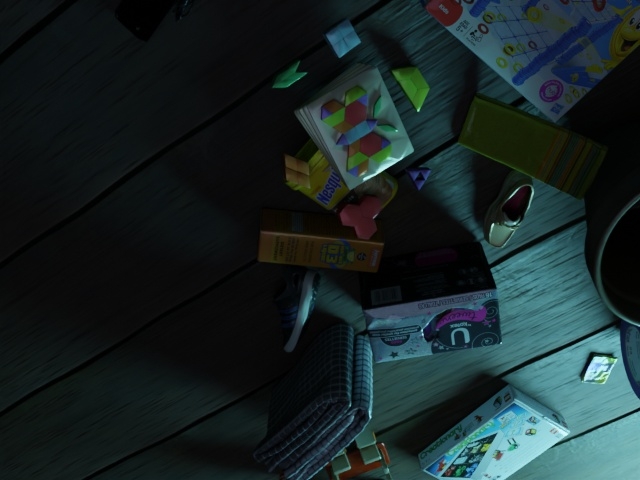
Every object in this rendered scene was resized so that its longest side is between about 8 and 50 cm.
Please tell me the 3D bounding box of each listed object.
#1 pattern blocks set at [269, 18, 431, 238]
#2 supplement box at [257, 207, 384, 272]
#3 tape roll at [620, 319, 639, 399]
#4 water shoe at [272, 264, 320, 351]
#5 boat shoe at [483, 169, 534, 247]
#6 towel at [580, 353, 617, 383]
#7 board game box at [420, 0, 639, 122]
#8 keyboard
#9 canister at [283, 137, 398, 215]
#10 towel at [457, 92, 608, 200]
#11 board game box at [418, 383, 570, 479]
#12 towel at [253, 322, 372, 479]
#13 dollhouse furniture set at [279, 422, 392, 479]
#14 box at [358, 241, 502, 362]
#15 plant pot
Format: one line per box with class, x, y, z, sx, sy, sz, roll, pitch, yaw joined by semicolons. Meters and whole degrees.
pattern blocks set;0.061;-0.184;1.231;0.285;0.026;0.325;-45;116;1
supplement box;0.000;0.000;1.389;0.234;0.080;0.078;4;126;-7
tape roll;0.679;0.230;1.494;0.080;0.189;0.189;-8;124;4
water shoe;-0.058;0.133;1.496;0.080;0.073;0.203;22;120;10
boat shoe;0.349;-0.051;1.372;0.063;0.059;0.170;8;124;-7
towel;0.618;0.287;1.639;0.060;0.009;0.083;8;124;-6
board game box;0.362;-0.388;1.124;0.308;0.086;0.302;33;118;-21
keyboard;-0.233;-0.392;1.150;0.100;0.038;0.192;45;116;-1
canister;0.038;-0.108;1.318;0.170;0.073;0.126;33;117;-23
towel;0.353;-0.160;1.249;0.237;0.021;0.102;28;123;18
board game box;0.405;0.480;1.741;0.193;0.053;0.305;33;118;-22
towel;-0.015;0.333;1.524;0.121;0.235;0.283;34;117;-18
dollhouse furniture set;0.038;0.549;1.760;0.259;0.135;0.262;-19;124;-2
box;0.208;0.122;1.424;0.247;0.163;0.142;-11;122;6
plant pot;0.579;-0.061;1.237;0.323;0.280;0.323;0;125;0
